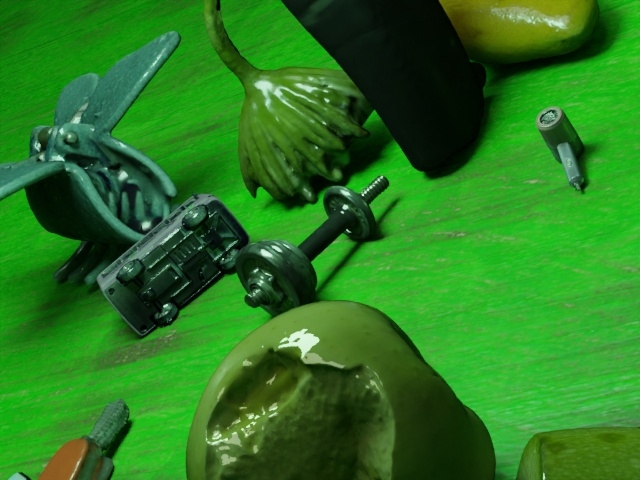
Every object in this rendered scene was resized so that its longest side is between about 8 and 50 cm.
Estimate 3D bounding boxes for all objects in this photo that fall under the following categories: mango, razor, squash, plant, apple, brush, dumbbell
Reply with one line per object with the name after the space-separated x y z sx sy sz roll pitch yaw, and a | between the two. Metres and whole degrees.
0.258 -0.306 2.192 0.176 0.119 0.317 -36 29 -21 | mango
0.085 -0.258 2.050 0.113 0.349 0.204 -23 27 36 | razor
0.232 0.200 1.385 0.184 0.085 0.192 -27 28 17 | squash
-0.073 -0.217 2.214 0.251 0.333 0.180 -42 9 13 | plant
0.014 0.188 1.472 0.279 0.279 0.279 -27 26 15 | apple
-0.302 0.299 1.885 0.070 0.051 0.323 -17 30 37 | brush
0.000 0.000 1.998 0.254 0.110 0.110 -41 25 -30 | dumbbell

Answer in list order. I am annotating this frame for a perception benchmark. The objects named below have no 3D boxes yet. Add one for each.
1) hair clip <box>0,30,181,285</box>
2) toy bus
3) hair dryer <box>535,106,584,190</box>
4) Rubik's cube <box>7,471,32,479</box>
-0.330 -0.077 2.331 0.392 0.238 0.318 -44 21 -23 | hair clip
-0.196 0.027 2.183 0.199 0.096 0.108 -41 21 -6 | toy bus
0.281 -0.097 1.878 0.037 0.063 0.114 -26 42 15 | hair dryer
-0.293 0.353 1.671 0.155 0.151 0.154 -45 26 -19 | Rubik's cube
